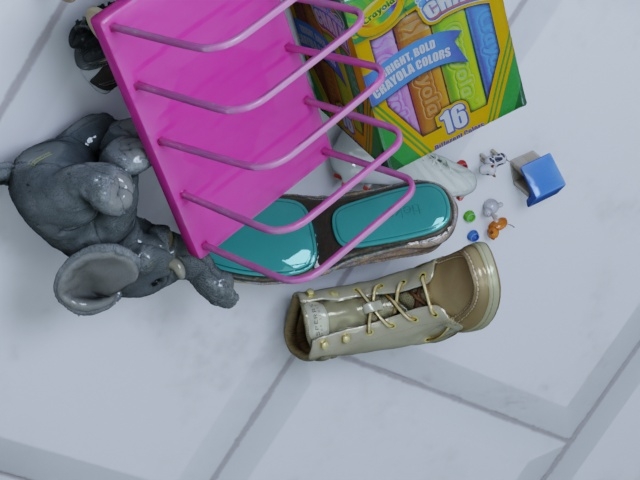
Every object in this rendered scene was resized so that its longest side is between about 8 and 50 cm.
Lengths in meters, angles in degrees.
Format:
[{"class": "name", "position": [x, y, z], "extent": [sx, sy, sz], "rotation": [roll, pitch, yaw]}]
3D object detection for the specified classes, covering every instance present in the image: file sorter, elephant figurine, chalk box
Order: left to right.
[{"class": "elephant figurine", "position": [-0.220, 0.001, 1.767], "extent": [0.169, 0.186, 0.239], "rotation": [-47, 138, -39]}, {"class": "file sorter", "position": [-0.049, -0.132, 1.647], "extent": [0.202, 0.182, 0.290], "rotation": [-40, 128, -27]}, {"class": "chalk box", "position": [0.075, -0.255, 1.760], "extent": [0.179, 0.180, 0.289], "rotation": [-27, 127, -11]}]

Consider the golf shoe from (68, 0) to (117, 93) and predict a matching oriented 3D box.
[{"class": "golf shoe", "position": [-0.162, -0.217, 1.734], "extent": [0.198, 0.077, 0.094], "rotation": [-23, 144, -12]}]

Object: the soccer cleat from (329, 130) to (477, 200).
[{"class": "soccer cleat", "position": [0.104, -0.091, 1.948], "extent": [0.196, 0.068, 0.076], "rotation": [7, 112, -28]}]

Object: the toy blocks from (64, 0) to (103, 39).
[{"class": "toy blocks", "position": [-0.186, -0.274, 1.668], "extent": [0.123, 0.054, 0.148], "rotation": [47, 66, 3]}]

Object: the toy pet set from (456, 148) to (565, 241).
[{"class": "toy pet set", "position": [0.235, -0.053, 2.039], "extent": [0.114, 0.065, 0.122], "rotation": [-25, 128, -13]}]

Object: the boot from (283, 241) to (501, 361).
[{"class": "boot", "position": [0.079, 0.075, 1.949], "extent": [0.203, 0.262, 0.095], "rotation": [-6, 78, -21]}]

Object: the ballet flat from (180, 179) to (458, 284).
[{"class": "ballet flat", "position": [0.000, 0.000, 1.909], "extent": [0.316, 0.107, 0.106], "rotation": [-5, 167, -1]}]
